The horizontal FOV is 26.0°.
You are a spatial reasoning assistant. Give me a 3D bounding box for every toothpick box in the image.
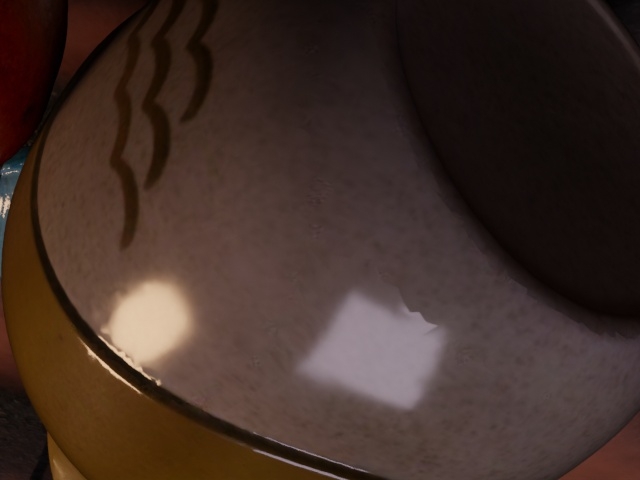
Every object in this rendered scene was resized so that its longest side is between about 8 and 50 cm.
[{"bbox_3d":[0.003,0.012,0.928,0.409,0.408,0.425,30,138,-30],"label":"toothpick box"}]

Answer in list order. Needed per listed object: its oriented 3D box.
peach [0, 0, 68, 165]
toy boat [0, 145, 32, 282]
[{"bbox_3d":[-0.265,-0.141,0.905,0.199,0.243,0.243,-25,158,-34],"label":"peach"},{"bbox_3d":[-0.214,-0.010,1.177,0.102,0.088,0.215,14,145,3],"label":"toy boat"}]
